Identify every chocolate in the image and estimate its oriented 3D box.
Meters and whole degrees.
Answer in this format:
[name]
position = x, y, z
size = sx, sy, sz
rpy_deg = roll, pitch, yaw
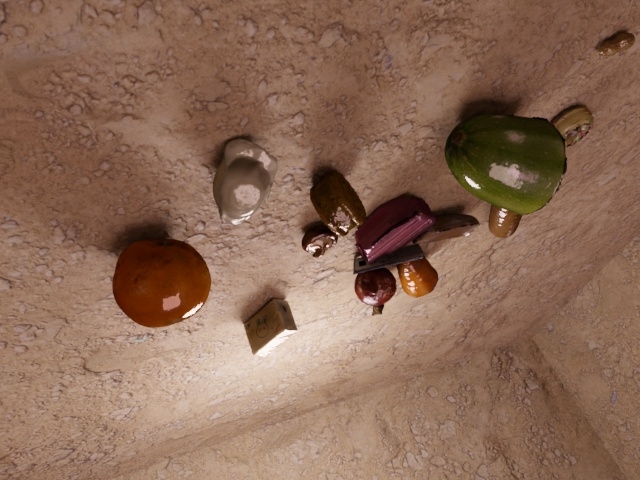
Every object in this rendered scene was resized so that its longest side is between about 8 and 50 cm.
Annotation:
[chocolate]
position = 0.463, -0.054, 2.045
size = 0.262, 0.083, 0.161
rpy_deg = -8, 163, -19

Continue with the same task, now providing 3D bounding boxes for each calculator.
[calculator]
position = 0.243, 0.067, 1.985
size = 0.262, 0.021, 0.161
rpy_deg = -14, -167, 6

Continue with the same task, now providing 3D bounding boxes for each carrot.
[carrot]
position = 0.367, 0.119, 2.189
size = 0.159, 0.159, 0.225
rpy_deg = -33, 138, 11

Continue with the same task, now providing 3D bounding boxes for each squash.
[squash]
position = 0.508, -0.232, 1.621
size = 0.309, 0.310, 0.310
rpy_deg = -1, 141, -27

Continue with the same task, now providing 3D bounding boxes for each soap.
[soap]
position = 0.241, -0.032, 1.890
size = 0.289, 0.112, 0.182
rpy_deg = -43, 144, 25

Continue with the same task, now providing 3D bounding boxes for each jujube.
[jujube]
position = 0.226, 0.183, 2.177
size = 0.168, 0.168, 0.236
rpy_deg = -34, 163, 13

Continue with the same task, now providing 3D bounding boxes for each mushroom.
[mushroom]
position = 0.000, 0.000, 1.788
size = 0.127, 0.087, 0.127
rpy_deg = -20, 152, -11

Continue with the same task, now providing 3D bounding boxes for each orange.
[orange]
position = -0.431, 0.115, 1.489
size = 0.261, 0.261, 0.261
rpy_deg = -18, 148, -12

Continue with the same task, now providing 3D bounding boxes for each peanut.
[peanut]
position = 0.870, -0.576, 1.597
size = 0.113, 0.053, 0.054
rpy_deg = -25, 149, -1

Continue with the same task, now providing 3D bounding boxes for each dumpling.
[dumpling]
position = -0.196, -0.142, 1.402
size = 0.163, 0.132, 0.250
rpy_deg = 0, 126, -22

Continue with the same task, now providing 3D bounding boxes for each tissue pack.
[tissue pack]
position = -0.195, 0.336, 2.089
size = 0.092, 0.148, 0.196
rpy_deg = 17, 129, -45

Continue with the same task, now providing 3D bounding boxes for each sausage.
[sausage]
position = 0.726, -0.167, 2.029
size = 0.136, 0.123, 0.500
rpy_deg = -21, 148, -13

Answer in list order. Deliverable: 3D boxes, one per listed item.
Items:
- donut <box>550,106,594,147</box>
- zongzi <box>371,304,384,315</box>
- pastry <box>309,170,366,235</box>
[donut]
position = 0.855, -0.380, 1.859
size = 0.175, 0.068, 0.174
rpy_deg = -18, 147, -12
[zongzi]
position = 0.256, 0.323, 2.489
size = 0.073, 0.067, 0.083
rpy_deg = -46, 161, 18
[pastry]
position = 0.053, -0.107, 1.588
size = 0.103, 0.188, 0.189
rpy_deg = -34, 148, 19
